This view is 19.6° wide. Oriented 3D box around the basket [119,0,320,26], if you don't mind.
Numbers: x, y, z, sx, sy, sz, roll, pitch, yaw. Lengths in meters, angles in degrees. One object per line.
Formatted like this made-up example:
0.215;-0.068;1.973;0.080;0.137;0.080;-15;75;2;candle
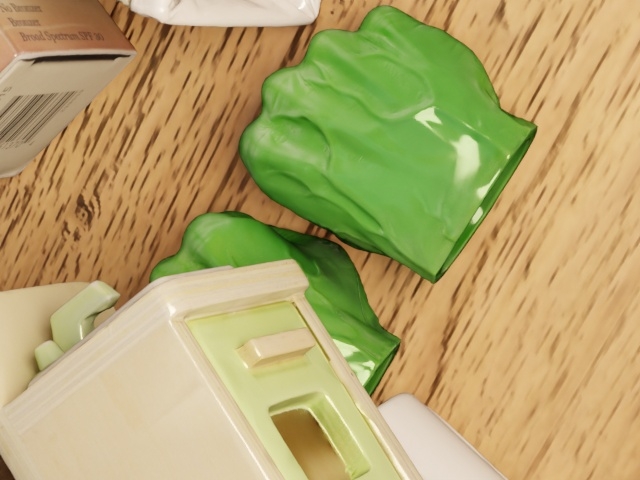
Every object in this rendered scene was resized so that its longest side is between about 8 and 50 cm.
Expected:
-0.069;-0.186;1.026;0.103;0.167;0.113;24;106;26;basket

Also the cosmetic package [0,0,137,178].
-0.267;-0.184;1.121;0.129;0.153;0.296;-42;81;22;cosmetic package

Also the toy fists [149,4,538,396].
0.000;0.000;1.059;0.142;0.096;0.279;35;108;8;toy fists

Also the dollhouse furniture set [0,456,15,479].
-0.217;0.256;1.153;0.212;0.161;0.242;-12;92;25;dollhouse furniture set

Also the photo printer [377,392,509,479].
0.081;0.278;1.052;0.307;0.107;0.256;43;112;13;photo printer

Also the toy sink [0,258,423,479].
-0.062;0.093;0.956;0.131;0.153;0.234;-38;77;22;toy sink
